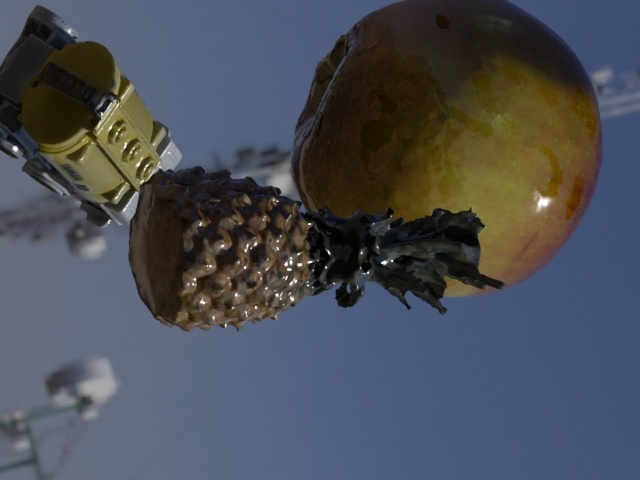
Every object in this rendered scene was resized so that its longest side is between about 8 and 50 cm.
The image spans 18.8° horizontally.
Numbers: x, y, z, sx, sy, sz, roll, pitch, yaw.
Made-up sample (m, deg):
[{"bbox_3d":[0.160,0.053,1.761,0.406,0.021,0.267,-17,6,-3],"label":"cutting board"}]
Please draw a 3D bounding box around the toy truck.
[{"bbox_3d":[-0.092,-0.044,0.761,0.063,0.052,0.123,32,-8,15],"label":"toy truck"}]

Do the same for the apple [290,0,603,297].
[{"bbox_3d":[0.060,-0.054,0.977,0.146,0.147,0.163,128,-32,-47],"label":"apple"}]

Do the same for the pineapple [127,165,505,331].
[{"bbox_3d":[0.000,0.000,0.653,0.058,0.124,0.058,176,-90,-65],"label":"pineapple"}]
